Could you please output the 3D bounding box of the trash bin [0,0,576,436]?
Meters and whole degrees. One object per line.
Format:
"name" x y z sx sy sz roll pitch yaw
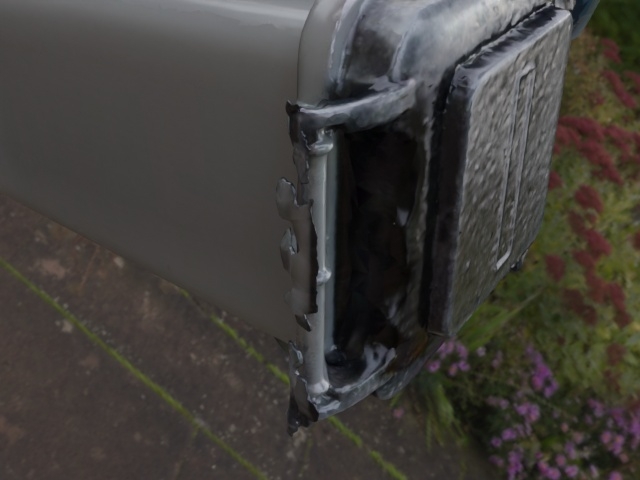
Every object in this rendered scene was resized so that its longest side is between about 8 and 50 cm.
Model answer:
"trash bin" -0.056 -0.080 0.583 0.367 0.256 0.296 19 36 26

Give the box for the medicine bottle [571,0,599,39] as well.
"medicine bottle" 0.151 -0.239 0.817 0.188 0.119 0.094 -4 70 -3

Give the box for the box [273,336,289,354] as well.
"box" 0.000 0.000 0.997 0.226 0.149 0.226 -22 90 -84
